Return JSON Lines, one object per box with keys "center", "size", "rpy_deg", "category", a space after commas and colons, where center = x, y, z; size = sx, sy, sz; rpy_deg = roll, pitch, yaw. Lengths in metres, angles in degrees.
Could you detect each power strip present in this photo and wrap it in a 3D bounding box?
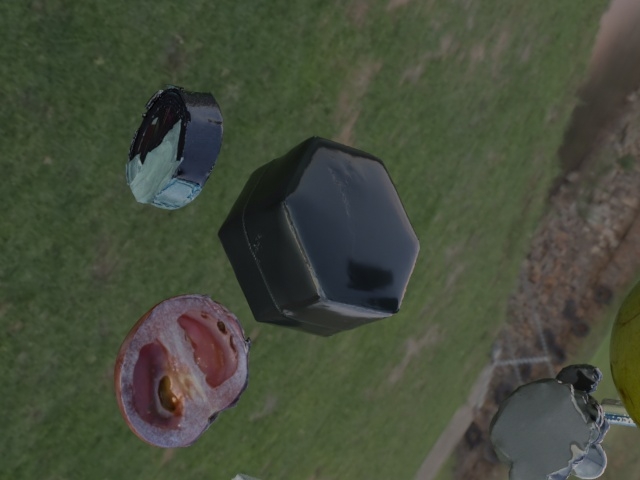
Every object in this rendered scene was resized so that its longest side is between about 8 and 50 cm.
{"center": [0.498, 0.272, 1.490], "size": [0.056, 0.123, 0.032], "rpy_deg": [2, 92, -68], "category": "power strip"}

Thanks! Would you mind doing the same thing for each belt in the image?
{"center": [-0.156, -0.099, 1.023], "size": [0.058, 0.105, 0.140], "rpy_deg": [11, 116, -42], "category": "belt"}

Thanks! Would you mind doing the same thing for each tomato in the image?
{"center": [-0.217, 0.179, 1.360], "size": [0.228, 0.112, 0.199], "rpy_deg": [-36, 111, -39], "category": "tomato"}

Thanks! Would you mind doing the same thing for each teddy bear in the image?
{"center": [0.333, 0.252, 1.293], "size": [0.171, 0.144, 0.251], "rpy_deg": [-58, 156, 9], "category": "teddy bear"}

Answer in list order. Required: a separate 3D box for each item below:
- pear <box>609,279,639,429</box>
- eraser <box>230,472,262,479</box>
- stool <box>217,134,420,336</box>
{"center": [0.498, 0.147, 1.164], "size": [0.283, 0.284, 0.283], "rpy_deg": [-48, 158, -27], "category": "pear"}
{"center": [-0.161, 0.527, 1.568], "size": [0.279, 0.081, 0.124], "rpy_deg": [-56, 139, -1], "category": "eraser"}
{"center": [0.000, 0.000, 1.144], "size": [0.141, 0.232, 0.232], "rpy_deg": [-25, -174, 40], "category": "stool"}
